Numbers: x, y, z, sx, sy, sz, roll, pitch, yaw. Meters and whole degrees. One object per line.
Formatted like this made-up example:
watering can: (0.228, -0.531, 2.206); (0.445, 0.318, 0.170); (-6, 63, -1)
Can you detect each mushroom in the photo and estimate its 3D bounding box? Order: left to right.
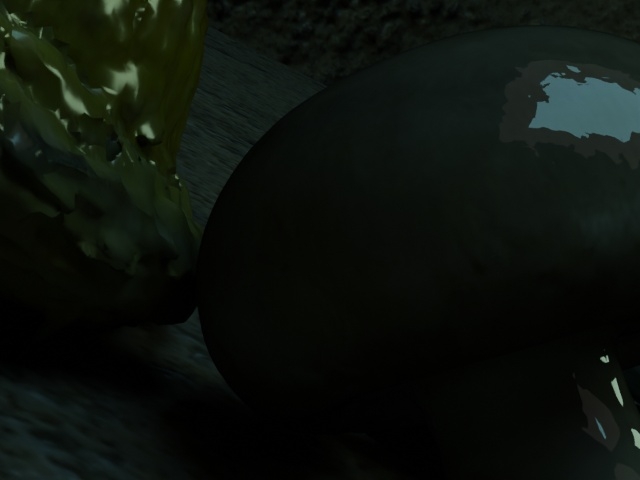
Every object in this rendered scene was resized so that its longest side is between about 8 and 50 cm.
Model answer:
mushroom: (0.064, 0.032, 0.512); (0.204, 0.204, 0.204); (26, 9, -4)

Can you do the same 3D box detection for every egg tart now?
egg tart: (-0.174, -0.119, 0.570); (0.388, 0.169, 0.388); (36, -1, 1)

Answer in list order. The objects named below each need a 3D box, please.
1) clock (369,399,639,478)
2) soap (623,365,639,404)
clock: (0.082, 0.073, 0.707); (0.215, 0.042, 0.215); (26, 9, -4)
soap: (0.153, 0.021, 0.845); (0.265, 0.087, 0.160); (38, -1, -25)
